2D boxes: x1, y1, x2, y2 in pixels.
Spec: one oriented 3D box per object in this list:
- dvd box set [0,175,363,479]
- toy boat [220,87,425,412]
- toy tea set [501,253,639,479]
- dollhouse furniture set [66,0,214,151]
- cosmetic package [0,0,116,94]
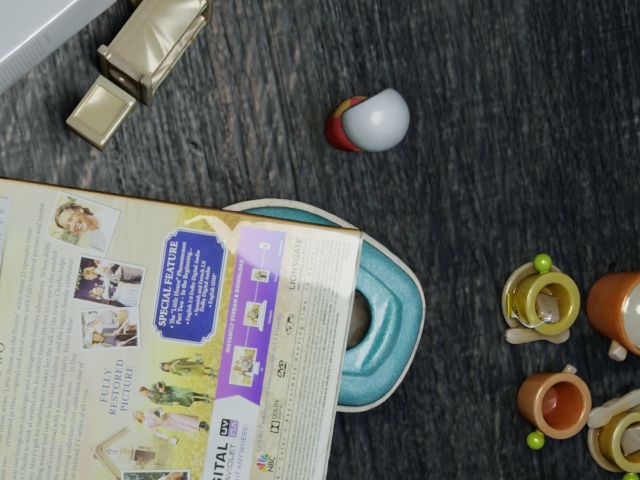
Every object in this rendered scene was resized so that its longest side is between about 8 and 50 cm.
[{"bbox_3d":[-0.189,0.109,1.749,0.420,0.062,0.308,8,93,-4],"label":"dvd box set"},{"bbox_3d":[0.000,0.000,1.850,0.267,0.148,0.318,21,83,-13],"label":"toy boat"},{"bbox_3d":[0.311,0.176,2.034,0.200,0.124,0.336,-8,98,-24],"label":"toy tea set"},{"bbox_3d":[-0.218,-0.197,1.791,0.161,0.101,0.182,35,80,1],"label":"dollhouse furniture set"},{"bbox_3d":[-0.304,-0.201,1.696,0.231,0.085,0.117,-39,83,-7],"label":"cosmetic package"}]
